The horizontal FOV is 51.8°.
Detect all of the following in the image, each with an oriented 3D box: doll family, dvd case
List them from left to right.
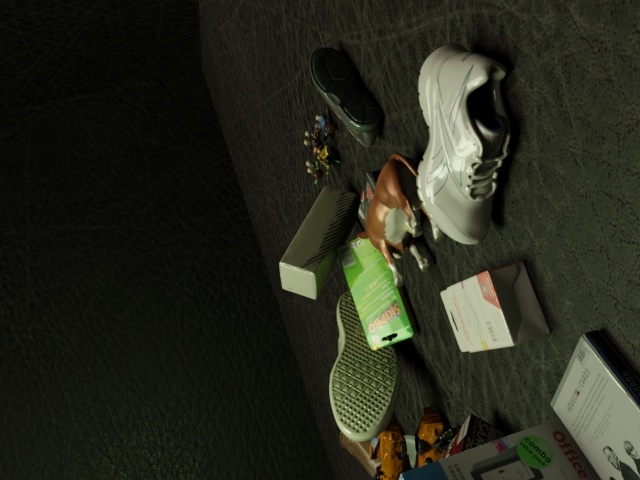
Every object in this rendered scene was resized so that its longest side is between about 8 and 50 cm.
[{"bbox_3d":[0.004,-0.244,1.716,0.111,0.076,0.192,-125,26,-68],"label":"doll family"},{"bbox_3d":[0.382,0.254,0.817,0.179,0.030,0.238,88,161,-47],"label":"dvd case"}]

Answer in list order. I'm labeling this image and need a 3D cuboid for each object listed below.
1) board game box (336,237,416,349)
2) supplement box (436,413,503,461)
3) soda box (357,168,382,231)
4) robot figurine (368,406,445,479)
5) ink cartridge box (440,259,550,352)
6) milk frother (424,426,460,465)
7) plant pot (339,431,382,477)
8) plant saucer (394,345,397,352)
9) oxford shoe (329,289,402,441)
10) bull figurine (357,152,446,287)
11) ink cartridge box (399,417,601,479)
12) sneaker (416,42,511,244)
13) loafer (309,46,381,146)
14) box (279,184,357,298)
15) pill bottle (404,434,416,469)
[{"bbox_3d":[0.130,0.116,1.538,0.124,0.039,0.259,-26,73,33],"label":"board game box"},{"bbox_3d":[0.239,0.448,1.201,0.239,0.073,0.130,-64,-8,27],"label":"supplement box"},{"bbox_3d":[0.124,-0.084,1.443,0.169,0.053,0.060,97,154,-58],"label":"soda box"},{"bbox_3d":[0.204,0.524,1.536,0.085,0.211,0.291,-101,10,-60],"label":"robot figurine"},{"bbox_3d":[0.267,0.110,1.042,0.198,0.067,0.115,132,122,-73],"label":"ink cartridge box"},{"bbox_3d":[0.290,0.463,1.347,0.143,0.129,0.134,-17,-88,-60],"label":"milk frother"},{"bbox_3d":[0.165,0.583,1.854,0.165,0.167,0.167,46,150,49],"label":"plant pot"},{"bbox_3d":[0.165,0.275,1.775,0.192,0.018,0.067,-137,33,-67],"label":"plant saucer"},{"bbox_3d":[0.110,0.299,1.587,0.449,0.169,0.130,-89,-9,-54],"label":"oxford shoe"},{"bbox_3d":[0.151,-0.031,1.294,0.310,0.101,0.188,91,155,-58],"label":"bull figurine"},{"bbox_3d":[0.268,0.421,0.953,0.197,0.270,0.198,90,160,-46],"label":"ink cartridge box"},{"bbox_3d":[0.208,-0.123,0.939,0.129,0.111,0.297,38,144,59],"label":"sneaker"},{"bbox_3d":[0.047,-0.308,1.423,0.084,0.096,0.267,83,164,-55],"label":"loafer"},{"bbox_3d":[0.000,0.000,1.616,0.113,0.094,0.275,87,-155,-52],"label":"box"},{"bbox_3d":[0.230,0.607,1.690,0.108,0.108,0.193,-132,29,-62],"label":"pill bottle"}]
